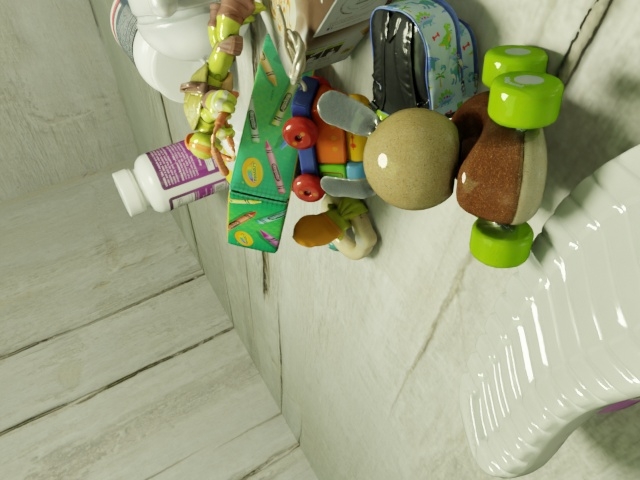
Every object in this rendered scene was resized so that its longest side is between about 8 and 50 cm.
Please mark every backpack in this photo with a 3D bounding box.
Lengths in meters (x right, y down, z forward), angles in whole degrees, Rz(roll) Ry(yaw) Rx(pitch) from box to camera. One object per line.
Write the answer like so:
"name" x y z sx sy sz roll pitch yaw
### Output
"backpack" 0.100 -0.181 0.542 0.105 0.084 0.114 42 155 46

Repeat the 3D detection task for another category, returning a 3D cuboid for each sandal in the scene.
"sandal" 0.235 0.070 0.460 0.416 0.102 0.169 111 157 -50

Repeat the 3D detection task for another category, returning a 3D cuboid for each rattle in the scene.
"rattle" 0.000 0.000 0.940 0.130 0.143 0.200 51 157 -12

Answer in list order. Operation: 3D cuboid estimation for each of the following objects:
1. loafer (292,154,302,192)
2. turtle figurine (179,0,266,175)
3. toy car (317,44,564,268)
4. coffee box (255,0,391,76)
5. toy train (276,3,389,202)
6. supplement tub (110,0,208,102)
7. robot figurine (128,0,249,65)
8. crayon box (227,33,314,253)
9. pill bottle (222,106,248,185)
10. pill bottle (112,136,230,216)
"loafer" -0.019 -0.120 0.930 0.078 0.076 0.223 64 166 -16
"turtle figurine" -0.137 -0.197 0.716 0.269 0.087 0.217 -147 70 -81
"toy car" 0.092 -0.077 0.480 0.149 0.189 0.154 -71 -18 -55
"coffee box" 0.009 -0.306 0.612 0.141 0.098 0.246 66 161 -1
"toy train" 0.034 -0.152 0.643 0.248 0.144 0.105 82 -162 -48
"supplement tub" -0.326 -0.434 1.189 0.272 0.191 0.191 51 155 38
"robot figurine" -0.230 -0.454 0.904 0.299 0.200 0.353 -75 -23 -57
"crayon box" -0.072 -0.142 0.818 0.165 0.081 0.278 111 169 -64
"pill bottle" -0.153 -0.189 1.156 0.103 0.103 0.184 56 158 25
"pill bottle" -0.397 -0.177 1.501 0.169 0.302 0.169 52 156 35
